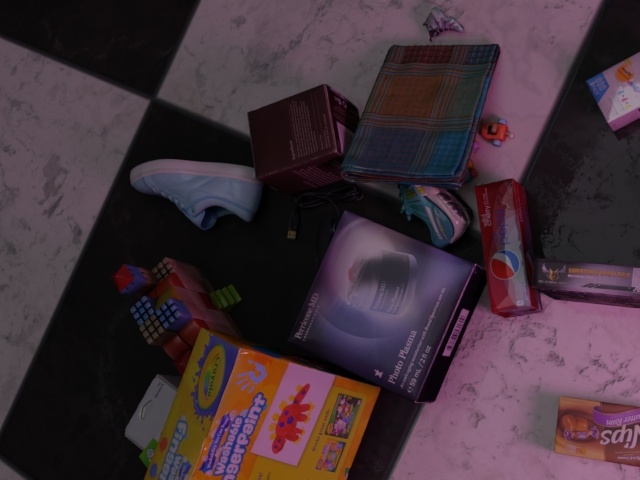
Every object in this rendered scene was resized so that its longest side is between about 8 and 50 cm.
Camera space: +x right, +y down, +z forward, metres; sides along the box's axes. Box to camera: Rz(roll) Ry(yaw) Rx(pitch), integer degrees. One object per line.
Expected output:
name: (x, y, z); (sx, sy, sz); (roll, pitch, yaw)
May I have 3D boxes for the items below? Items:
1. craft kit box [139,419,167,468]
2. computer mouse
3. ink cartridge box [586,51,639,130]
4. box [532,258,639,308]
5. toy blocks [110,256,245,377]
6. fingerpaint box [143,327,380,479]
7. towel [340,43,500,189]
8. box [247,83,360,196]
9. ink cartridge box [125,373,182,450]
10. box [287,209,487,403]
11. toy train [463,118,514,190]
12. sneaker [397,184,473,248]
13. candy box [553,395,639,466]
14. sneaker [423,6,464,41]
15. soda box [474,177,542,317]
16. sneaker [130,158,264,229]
craft kit box: (-0.227, 0.391, 2.033); (0.061, 0.250, 0.246); (38, 96, 32)
computer mouse: (0.000, 0.000, 2.112); (0.184, 0.060, 0.262); (-4, 77, 26)
ink cartridge box: (0.627, -0.305, 1.856); (0.181, 0.061, 0.104); (-28, 67, 19)
box: (0.526, 0.083, 1.751); (0.231, 0.183, 0.056); (5, 82, 29)
toy blocks: (-0.304, 0.175, 2.116); (0.191, 0.261, 0.381); (-43, 64, 13)
fingerpaint box: (-0.133, 0.437, 1.890); (0.163, 0.371, 0.444); (19, 89, 53)
towel: (0.212, -0.273, 2.004); (0.271, 0.040, 0.370); (5, 59, 27)
box: (-0.028, -0.218, 2.114); (0.203, 0.168, 0.167); (-16, 72, 23)
ink cartridge box: (-0.308, 0.386, 2.097); (0.093, 0.212, 0.154); (30, 93, 29)
box: (0.138, 0.135, 1.918); (0.294, 0.183, 0.296); (23, 89, 21)
toy train: (0.326, -0.185, 1.993); (0.125, 0.046, 0.166); (17, 86, 30)
sneaker: (0.200, -0.099, 2.013); (0.110, 0.107, 0.275); (-51, 59, 23)
candy box: (0.534, 0.355, 1.760); (0.187, 0.053, 0.109); (4, 81, 29)
sneaker: (0.266, -0.463, 2.096); (0.069, 0.038, 0.098); (-53, 52, 9)
soda box: (0.374, 0.016, 1.896); (0.083, 0.092, 0.263); (-13, 73, 26)
sneaker: (-0.307, -0.105, 2.254); (0.366, 0.135, 0.150); (3, 77, 29)
